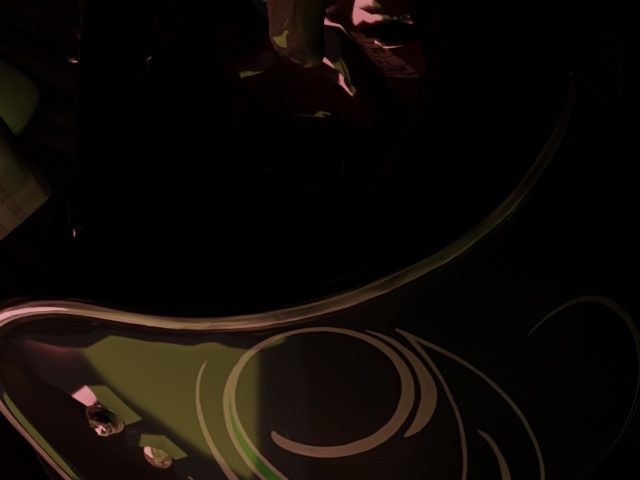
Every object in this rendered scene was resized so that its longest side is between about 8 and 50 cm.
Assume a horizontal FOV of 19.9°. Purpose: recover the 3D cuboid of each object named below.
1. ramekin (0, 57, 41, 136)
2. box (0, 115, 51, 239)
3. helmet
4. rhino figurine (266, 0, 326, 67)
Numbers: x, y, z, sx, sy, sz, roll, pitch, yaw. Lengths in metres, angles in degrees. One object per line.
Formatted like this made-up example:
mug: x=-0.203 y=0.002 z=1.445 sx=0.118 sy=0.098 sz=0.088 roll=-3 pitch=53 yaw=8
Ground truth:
ramekin: x=-0.325 y=-0.071 z=1.026 sx=0.303 sy=0.148 sz=0.303 roll=20 pitch=175 yaw=2
box: x=-0.172 y=-0.050 z=0.455 sx=0.182 sy=0.119 sz=0.181 roll=50 pitch=174 yaw=0
helmet: x=0.000 y=0.000 z=0.426 sx=0.169 sy=0.169 sz=0.161 roll=18 pitch=157 yaw=20
rhino figurine: x=-0.014 y=-0.072 z=0.245 sx=0.106 sy=0.073 sz=0.243 roll=24 pitch=176 yaw=-3
